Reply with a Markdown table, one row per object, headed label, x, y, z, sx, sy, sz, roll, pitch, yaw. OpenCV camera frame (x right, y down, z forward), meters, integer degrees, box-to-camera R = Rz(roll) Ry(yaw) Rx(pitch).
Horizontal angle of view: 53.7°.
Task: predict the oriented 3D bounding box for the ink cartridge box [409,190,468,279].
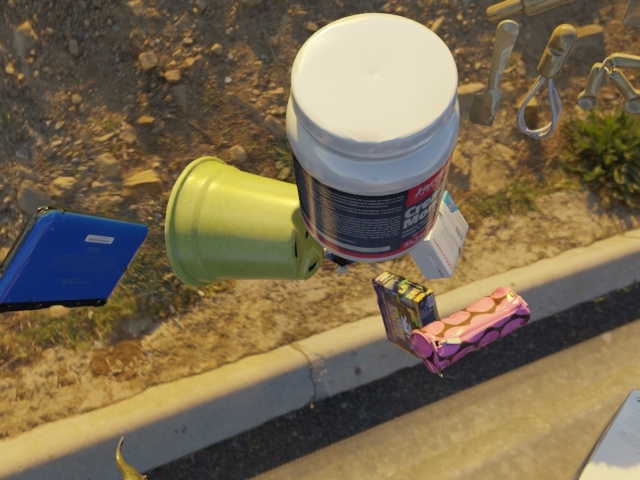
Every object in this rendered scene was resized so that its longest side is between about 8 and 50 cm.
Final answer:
| label | x | y | z | sx | sy | sz | roll | pitch | yaw |
| --- | --- | --- | --- | --- | --- | --- | --- | --- | --- |
| ink cartridge box | 0.325 | -0.014 | 1.760 | 0.148 | 0.086 | 0.203 | 54 | 46 | -28 |

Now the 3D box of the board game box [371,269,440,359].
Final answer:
| label | x | y | z | sx | sy | sz | roll | pitch | yaw |
| --- | --- | --- | --- | --- | --- | --- | --- | --- | --- |
| board game box | 0.182 | 0.159 | 1.296 | 0.048 | 0.141 | 0.170 | -32 | 121 | -26 |

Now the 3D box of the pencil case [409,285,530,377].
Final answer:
| label | x | y | z | sx | sy | sz | roll | pitch | yaw |
| --- | --- | --- | --- | --- | --- | --- | --- | --- | --- |
| pencil case | 0.263 | 0.152 | 1.095 | 0.209 | 0.098 | 0.095 | -26 | 66 | -17 |

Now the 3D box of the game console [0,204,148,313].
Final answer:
| label | x | y | z | sx | sy | sz | roll | pitch | yaw |
| --- | --- | --- | --- | --- | --- | --- | --- | --- | --- |
| game console | -0.464 | 0.028 | 1.019 | 0.173 | 0.293 | 0.250 | 34 | 95 | 13 |

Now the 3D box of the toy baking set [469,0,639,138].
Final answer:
| label | x | y | z | sx | sy | sz | roll | pitch | yaw |
| --- | --- | --- | --- | --- | --- | --- | --- | --- | --- |
| toy baking set | 0.270 | -0.198 | 0.690 | 0.196 | 0.256 | 0.030 | 57 | 38 | -36 |

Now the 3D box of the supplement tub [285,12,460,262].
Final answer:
| label | x | y | z | sx | sy | sz | roll | pitch | yaw |
| --- | --- | --- | --- | --- | --- | --- | --- | --- | --- |
| supplement tub | 0.060 | -0.107 | 0.751 | 0.191 | 0.272 | 0.191 | -1 | 64 | 3 |

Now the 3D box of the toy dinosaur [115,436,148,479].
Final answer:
| label | x | y | z | sx | sy | sz | roll | pitch | yaw |
| --- | --- | --- | --- | --- | --- | --- | --- | --- | --- |
| toy dinosaur | -0.368 | 0.564 | 1.316 | 0.121 | 0.160 | 0.313 | -7 | 72 | -5 |

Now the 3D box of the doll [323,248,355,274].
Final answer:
| label | x | y | z | sx | sy | sz | roll | pitch | yaw |
| --- | --- | --- | --- | --- | --- | --- | --- | --- | --- |
| doll | 0.075 | 0.024 | 1.835 | 0.129 | 0.046 | 0.189 | 9 | 125 | -2 |

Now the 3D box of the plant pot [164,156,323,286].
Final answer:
| label | x | y | z | sx | sy | sz | roll | pitch | yaw |
| --- | --- | --- | --- | --- | --- | --- | --- | --- | --- |
| plant pot | -0.129 | -0.025 | 1.286 | 0.276 | 0.254 | 0.276 | 7 | 90 | -68 |

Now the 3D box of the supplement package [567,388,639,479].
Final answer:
| label | x | y | z | sx | sy | sz | roll | pitch | yaw |
| --- | --- | --- | --- | --- | --- | --- | --- | --- | --- |
| supplement package | 0.471 | 0.411 | 0.942 | 0.263 | 0.199 | 0.198 | -42 | 151 | -29 |
